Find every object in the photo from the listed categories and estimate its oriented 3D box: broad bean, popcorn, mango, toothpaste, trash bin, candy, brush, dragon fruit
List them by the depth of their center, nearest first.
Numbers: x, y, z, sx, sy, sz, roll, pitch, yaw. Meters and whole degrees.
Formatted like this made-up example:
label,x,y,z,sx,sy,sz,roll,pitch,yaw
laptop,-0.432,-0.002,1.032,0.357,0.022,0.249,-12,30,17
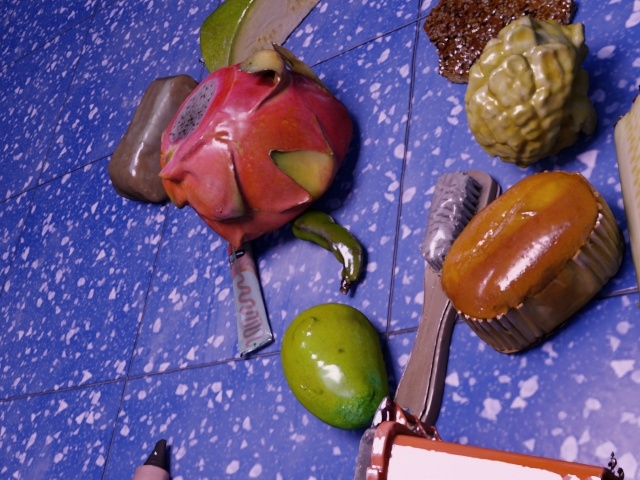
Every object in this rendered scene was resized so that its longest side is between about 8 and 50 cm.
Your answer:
label,x,y,z,sx,sy,sz,roll,pitch,yaw
trash bin,0.152,0.245,0.762,0.239,0.161,0.184,-7,60,33
popcorn,0.233,-0.174,0.954,0.142,0.173,0.173,26,83,42
brush,0.131,0.058,0.971,0.070,0.065,0.327,0,66,44
mango,0.017,0.144,0.992,0.119,0.100,0.178,-45,42,12
broad bean,0.007,-0.004,1.144,0.061,0.046,0.195,-46,43,7
toothpaste,-0.106,0.068,1.215,0.056,0.036,0.205,-31,50,21
dragon fruit,-0.114,-0.145,1.216,0.290,0.189,0.290,-33,32,24
candy,-0.281,-0.180,1.499,0.104,0.102,0.234,6,66,46

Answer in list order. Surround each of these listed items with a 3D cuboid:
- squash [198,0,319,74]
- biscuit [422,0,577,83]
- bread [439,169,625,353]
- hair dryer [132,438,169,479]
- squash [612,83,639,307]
label,x,y,z,sx,sy,sz,roll,pitch,yaw
squash,-0.073,-0.392,1.435,0.289,0.111,0.203,-21,53,32
biscuit,0.214,-0.267,1.131,0.237,0.026,0.131,19,76,48
bread,0.214,0.017,0.883,0.190,0.114,0.132,-43,39,7
hair dryer,-0.238,0.408,1.078,0.189,0.107,0.344,-18,46,35
squash,0.355,-0.051,0.786,0.169,0.093,0.252,102,173,-58
